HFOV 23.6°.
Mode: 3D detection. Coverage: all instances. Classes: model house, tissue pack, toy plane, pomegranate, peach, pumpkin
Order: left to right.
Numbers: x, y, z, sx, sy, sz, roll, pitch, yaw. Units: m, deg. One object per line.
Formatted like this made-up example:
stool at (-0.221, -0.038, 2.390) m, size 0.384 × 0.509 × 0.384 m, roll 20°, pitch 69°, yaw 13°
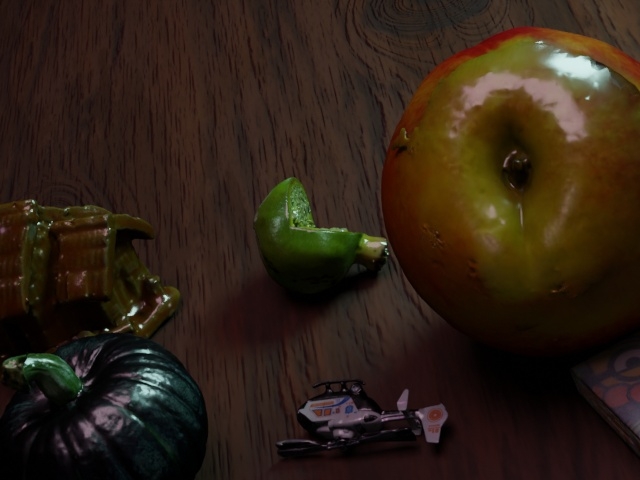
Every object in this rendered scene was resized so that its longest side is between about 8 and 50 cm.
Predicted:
model house at (-0.335, 0.045, 1.933) m, size 0.199 × 0.229 × 0.219 m, roll -2°, pitch 40°, yaw 36°
pumpkin at (-0.256, 0.197, 1.661) m, size 0.248 × 0.248 × 0.248 m, roll -15°, pitch 35°, yaw 11°
pomegranate at (-0.009, 0.010, 1.896) m, size 0.122 × 0.169 × 0.143 m, roll -55°, pitch 3°, yaw -2°
toy plane at (0.048, 0.196, 1.672) m, size 0.197 × 0.053 × 0.078 m, roll -6°, pitch 46°, yaw 24°
peach at (0.236, -0.048, 1.622) m, size 0.370 × 0.370 × 0.370 m, roll -15°, pitch 35°, yaw 11°
tissue pack at (0.338, 0.157, 1.548) m, size 0.109 × 0.060 × 0.148 m, roll -29°, pitch 34°, yaw -7°
